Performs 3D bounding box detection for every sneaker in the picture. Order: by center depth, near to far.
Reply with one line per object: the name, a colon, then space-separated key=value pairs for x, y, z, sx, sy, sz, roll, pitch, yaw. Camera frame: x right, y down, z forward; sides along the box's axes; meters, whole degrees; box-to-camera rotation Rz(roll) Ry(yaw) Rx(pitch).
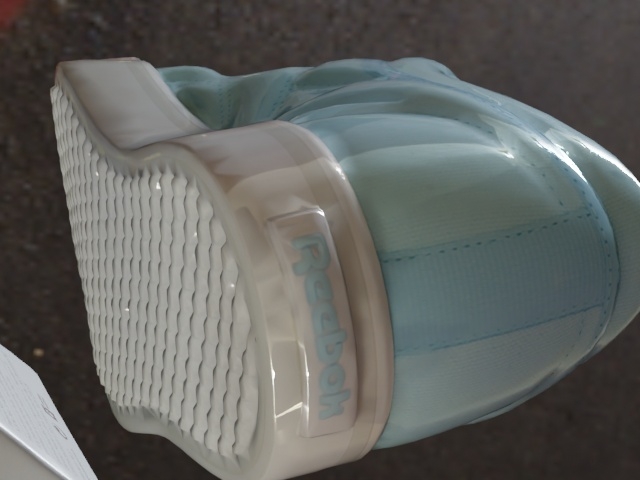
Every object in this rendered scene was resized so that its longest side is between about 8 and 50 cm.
sneaker: x=0.000 y=0.000 z=0.663 sx=0.150 sy=0.366 sz=0.135 roll=-9 pitch=103 yaw=-16

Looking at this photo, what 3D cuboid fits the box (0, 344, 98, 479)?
box: x=-0.311 y=0.094 z=0.997 sx=0.215 sy=0.168 sz=0.345 roll=-45 pitch=126 yaw=1
